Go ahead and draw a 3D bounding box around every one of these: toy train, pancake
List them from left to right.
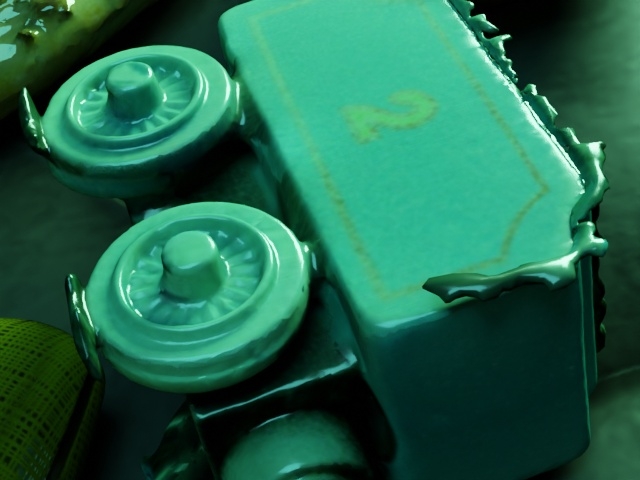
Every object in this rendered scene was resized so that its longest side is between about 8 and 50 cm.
[{"bbox_3d":[-0.193,-0.117,0.673,0.244,0.057,0.266,20,53,43],"label":"pancake"},{"bbox_3d":[0.000,0.000,0.442,0.163,0.112,0.203,-18,45,-7],"label":"toy train"}]

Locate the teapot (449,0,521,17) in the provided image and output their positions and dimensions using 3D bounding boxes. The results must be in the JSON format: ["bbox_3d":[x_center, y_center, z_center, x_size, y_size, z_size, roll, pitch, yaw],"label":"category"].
[{"bbox_3d":[0.047,-0.198,0.594,0.178,0.135,0.252,-23,46,-9],"label":"teapot"}]

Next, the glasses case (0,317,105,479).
[{"bbox_3d":[-0.135,0.121,0.405,0.079,0.064,0.234,-1,48,28],"label":"glasses case"}]
